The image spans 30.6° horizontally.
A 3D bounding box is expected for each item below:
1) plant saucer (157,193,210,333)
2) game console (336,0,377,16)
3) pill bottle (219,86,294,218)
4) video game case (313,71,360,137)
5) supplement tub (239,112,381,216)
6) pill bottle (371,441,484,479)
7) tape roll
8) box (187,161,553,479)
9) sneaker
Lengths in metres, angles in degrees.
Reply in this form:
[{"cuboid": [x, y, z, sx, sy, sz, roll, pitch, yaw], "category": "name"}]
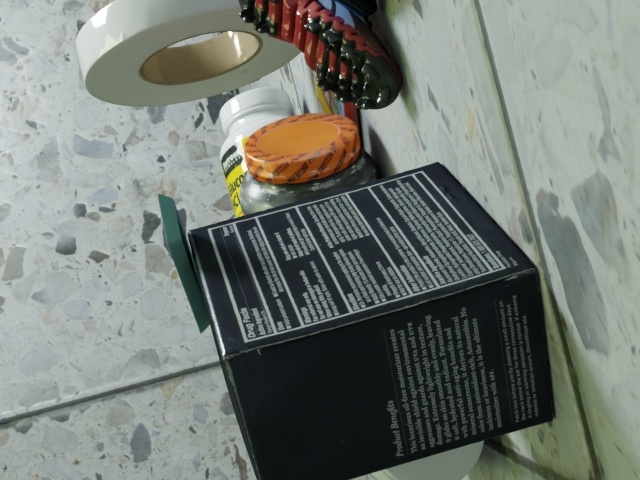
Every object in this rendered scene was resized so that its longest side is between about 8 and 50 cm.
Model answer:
[{"cuboid": [-0.145, 0.027, 1.265, 0.192, 0.018, 0.067, 79, 175, -57], "category": "plant saucer"}, {"cuboid": [0.029, -0.434, 1.292, 0.250, 0.173, 0.293, 13, -122, -62], "category": "game console"}, {"cuboid": [-0.083, -0.112, 2.210, 0.188, 0.188, 0.334, 93, 161, -69], "category": "pill bottle"}, {"cuboid": [0.026, -0.198, 1.828, 0.204, 0.025, 0.285, -111, 9, -45], "category": "video game case"}, {"cuboid": [0.000, 0.000, 1.701, 0.207, 0.207, 0.338, -117, 14, -61], "category": "supplement tub"}, {"cuboid": [0.112, 0.233, 1.484, 0.283, 0.161, 0.161, 133, 122, -81], "category": "pill bottle"}, {"cuboid": [-0.201, -0.323, 1.897, 0.392, 0.392, 0.072, 109, 145, -78], "category": "tape roll"}, {"cuboid": [0.039, 0.081, 1.190, 0.296, 0.294, 0.183, -117, 14, -64], "category": "box"}, {"cuboid": [0.021, -0.265, 1.442, 0.276, 0.135, 0.098, 44, 144, 30], "category": "sneaker"}]
